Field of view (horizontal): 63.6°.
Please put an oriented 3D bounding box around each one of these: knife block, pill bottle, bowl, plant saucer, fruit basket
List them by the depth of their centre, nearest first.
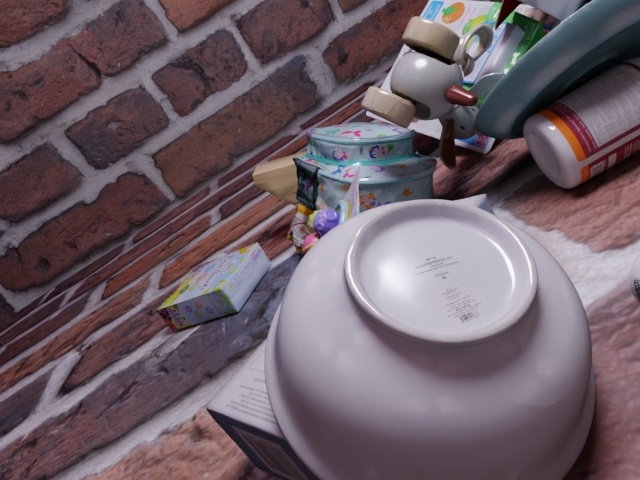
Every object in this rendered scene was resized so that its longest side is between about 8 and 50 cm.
[{"bbox_3d":[0.091,0.060,0.433,0.298,0.134,0.297,-3,47,3],"label":"bowl"},{"bbox_3d":[0.414,-0.176,0.723,0.221,0.121,0.121,-31,20,7],"label":"pill bottle"},{"bbox_3d":[0.375,-0.245,0.750,0.318,0.043,0.317,-28,-15,-9],"label":"plant saucer"},{"bbox_3d":[0.290,-0.381,1.116,0.353,0.165,0.326,32,94,38],"label":"fruit basket"},{"bbox_3d":[0.015,-0.180,1.188,0.242,0.276,0.088,-59,11,20],"label":"knife block"}]

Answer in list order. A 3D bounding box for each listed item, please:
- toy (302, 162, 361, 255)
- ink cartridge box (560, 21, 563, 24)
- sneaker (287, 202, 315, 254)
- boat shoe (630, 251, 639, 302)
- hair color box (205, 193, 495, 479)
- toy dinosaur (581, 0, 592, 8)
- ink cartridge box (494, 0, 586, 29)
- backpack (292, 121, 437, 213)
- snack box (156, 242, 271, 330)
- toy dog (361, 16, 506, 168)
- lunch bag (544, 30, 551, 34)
[{"bbox_3d":[0.000,0.000,0.818,0.237,0.056,0.136,112,168,-46],"label":"toy"},{"bbox_3d":[0.637,-0.589,1.396,0.143,0.089,0.092,-39,20,-11],"label":"ink cartridge box"},{"bbox_3d":[0.001,-0.003,1.042,0.092,0.088,0.225,-62,26,1],"label":"sneaker"},{"bbox_3d":[0.380,-0.017,0.479,0.219,0.077,0.070,-48,22,-15],"label":"boat shoe"},{"bbox_3d":[0.063,0.105,0.617,0.185,0.113,0.374,-7,33,51],"label":"hair color box"},{"bbox_3d":[0.537,-0.441,1.032,0.127,0.200,0.295,-23,21,24],"label":"toy dinosaur"},{"bbox_3d":[0.459,-0.526,0.893,0.309,0.130,0.271,-46,-21,-27],"label":"ink cartridge box"},{"bbox_3d":[0.088,-0.117,0.948,0.225,0.190,0.253,-10,28,-23],"label":"backpack"},{"bbox_3d":[-0.233,0.102,1.143,0.207,0.070,0.174,-19,24,31],"label":"snack box"},{"bbox_3d":[0.222,-0.227,0.840,0.334,0.220,0.161,-17,45,-43],"label":"toy dog"},{"bbox_3d":[0.438,-0.435,1.317,0.293,0.120,0.258,-40,16,-13],"label":"lunch bag"}]
